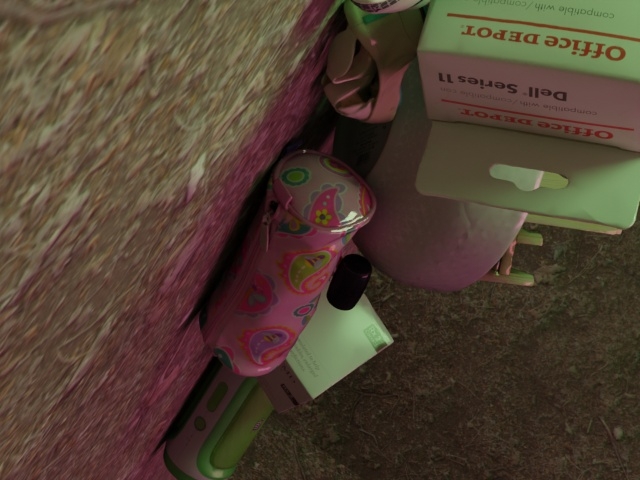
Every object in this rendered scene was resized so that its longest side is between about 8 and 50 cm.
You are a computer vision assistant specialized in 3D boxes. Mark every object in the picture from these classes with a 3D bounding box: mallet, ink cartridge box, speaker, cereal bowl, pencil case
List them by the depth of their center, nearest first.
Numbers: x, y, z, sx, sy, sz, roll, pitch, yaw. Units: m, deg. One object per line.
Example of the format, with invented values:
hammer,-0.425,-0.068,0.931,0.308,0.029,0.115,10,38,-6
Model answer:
ink cartridge box,0.209,-0.202,1.012,0.119,0.207,0.353,68,35,-63
pencil case,-0.045,0.027,1.279,0.124,0.124,0.284,-51,173,-46
cereal bowl,0.111,-0.117,1.301,0.339,0.141,0.339,-45,-143,50
mallet,0.003,0.003,1.354,0.039,0.190,0.062,-2,127,-29
speaker,-0.137,0.257,1.867,0.296,0.131,0.131,-58,175,20

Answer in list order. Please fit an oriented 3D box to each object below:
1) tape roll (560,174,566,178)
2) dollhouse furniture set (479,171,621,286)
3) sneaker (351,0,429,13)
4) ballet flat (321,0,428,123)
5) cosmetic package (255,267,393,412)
tape roll,0.317,-0.207,1.275,0.286,0.100,0.286,-43,-151,30
dollhouse furniture set,0.213,-0.126,1.610,0.394,0.256,0.362,-153,-108,-68
sneaker,0.100,-0.272,0.884,0.235,0.090,0.095,-59,165,23
ballet flat,0.038,-0.164,1.106,0.086,0.086,0.248,-55,174,-18
cosmetic package,-0.020,0.136,1.667,0.151,0.151,0.183,-34,177,-22
